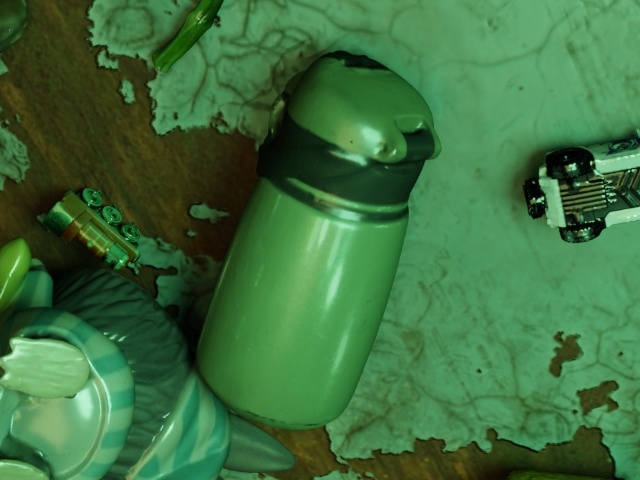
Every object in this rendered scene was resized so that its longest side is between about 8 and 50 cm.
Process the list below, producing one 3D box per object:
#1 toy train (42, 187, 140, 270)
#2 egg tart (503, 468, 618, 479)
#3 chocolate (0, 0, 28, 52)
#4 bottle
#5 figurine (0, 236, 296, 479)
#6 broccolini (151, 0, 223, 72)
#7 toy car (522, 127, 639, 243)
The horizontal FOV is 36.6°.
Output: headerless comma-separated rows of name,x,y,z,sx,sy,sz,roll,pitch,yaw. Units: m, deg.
toy train,-0.235,-0.009,1.016,0.103,0.064,0.044,42,116,-8
egg tart,0.245,0.331,0.997,0.147,0.202,0.203,13,118,17
chocolate,-0.403,-0.207,0.946,0.214,0.093,0.148,-34,105,25
bottle,-0.001,-0.002,0.912,0.168,0.168,0.347,20,114,3
figurine,-0.173,0.166,0.967,0.377,0.361,0.267,15,90,-25
broccolini,-0.090,-0.246,0.885,0.054,0.051,0.239,51,125,15
toy car,0.268,-0.053,0.869,0.170,0.070,0.080,-11,112,16
